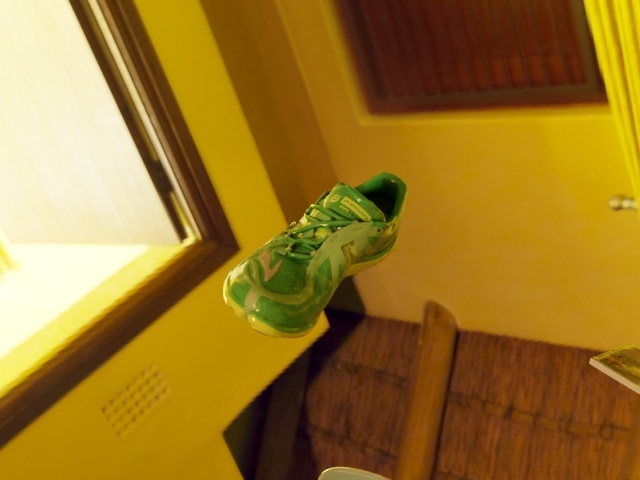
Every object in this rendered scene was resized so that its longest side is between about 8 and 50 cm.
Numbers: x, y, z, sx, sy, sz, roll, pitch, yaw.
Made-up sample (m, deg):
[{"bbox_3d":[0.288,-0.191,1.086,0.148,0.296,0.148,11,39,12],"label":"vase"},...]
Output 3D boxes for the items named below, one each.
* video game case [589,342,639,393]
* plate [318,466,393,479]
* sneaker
[{"bbox_3d":[0.461,0.186,1.238,0.122,0.011,0.087,-8,-149,-43],"label":"video game case"},{"bbox_3d":[0.067,0.212,0.517,0.188,0.188,0.024,8,-135,45],"label":"plate"},{"bbox_3d":[0.000,0.000,0.906,0.109,0.123,0.295,33,-142,15],"label":"sneaker"}]
